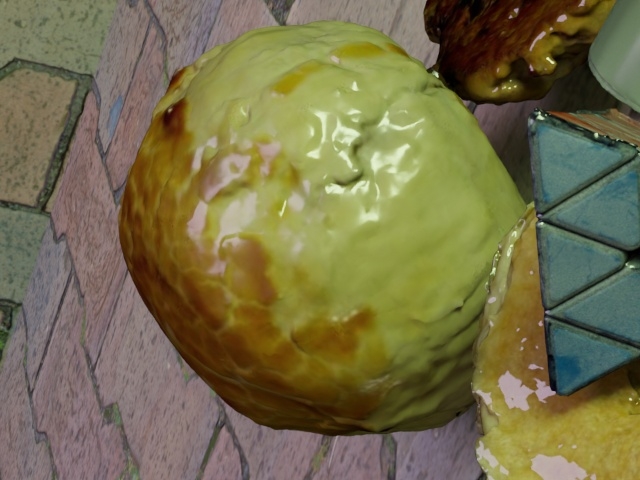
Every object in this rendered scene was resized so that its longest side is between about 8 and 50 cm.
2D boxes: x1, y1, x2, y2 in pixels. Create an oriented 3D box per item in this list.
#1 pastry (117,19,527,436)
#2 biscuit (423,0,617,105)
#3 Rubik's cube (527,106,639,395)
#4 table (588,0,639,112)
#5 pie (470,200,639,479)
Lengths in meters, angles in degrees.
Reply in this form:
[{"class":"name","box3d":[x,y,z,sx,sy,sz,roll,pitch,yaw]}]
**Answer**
[{"class":"pastry","box3d":[0.000,0.000,1.381,0.313,0.388,0.388,-36,28,-2]},{"class":"biscuit","box3d":[0.201,-0.233,1.348,0.289,0.081,0.334,-62,19,-5]},{"class":"Rubik's cube","box3d":[0.206,0.029,1.000,0.190,0.211,0.178,25,105,23]},{"class":"table","box3d":[0.292,-0.194,1.127,0.126,0.126,0.220,-109,37,-50]},{"class":"pie","box3d":[0.236,0.064,1.046,0.339,0.083,0.339,-22,49,28]}]
